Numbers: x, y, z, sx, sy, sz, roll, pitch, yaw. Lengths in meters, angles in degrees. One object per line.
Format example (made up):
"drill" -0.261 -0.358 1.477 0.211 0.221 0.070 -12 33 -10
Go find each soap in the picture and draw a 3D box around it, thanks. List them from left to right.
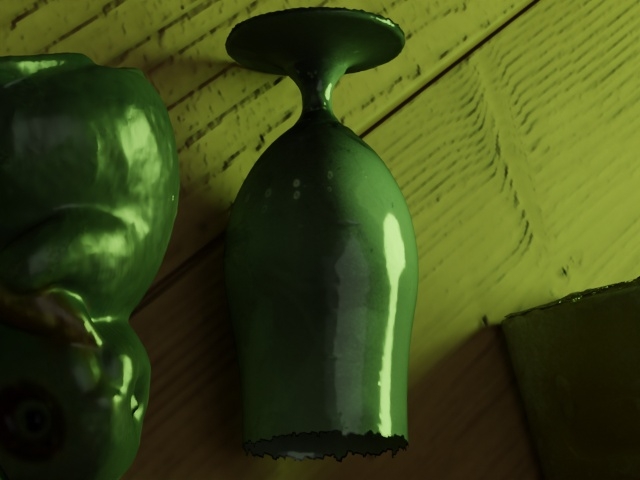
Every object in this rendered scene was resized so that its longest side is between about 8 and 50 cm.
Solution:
"soap" 0.199 0.142 0.860 0.080 0.160 0.258 -14 86 -37

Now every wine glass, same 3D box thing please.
"wine glass" 0.000 0.000 0.789 0.093 0.093 0.202 10 73 -35

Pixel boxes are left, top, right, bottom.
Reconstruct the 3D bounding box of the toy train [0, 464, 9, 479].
"toy train" -0.298 0.126 0.442 0.442 0.179 0.272 -33 107 -31

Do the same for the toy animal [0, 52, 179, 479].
"toy animal" -0.104 0.035 0.690 0.138 0.108 0.236 -13 87 -39
